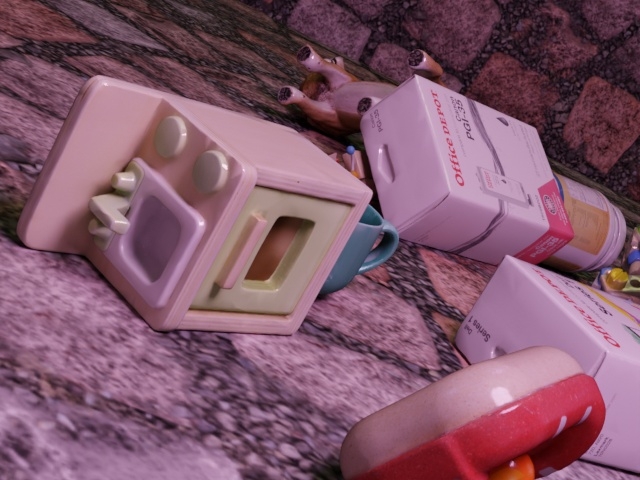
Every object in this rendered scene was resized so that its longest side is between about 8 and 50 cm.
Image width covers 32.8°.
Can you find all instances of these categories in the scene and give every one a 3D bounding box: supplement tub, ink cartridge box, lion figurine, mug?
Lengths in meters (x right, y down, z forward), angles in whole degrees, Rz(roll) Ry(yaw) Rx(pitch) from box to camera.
[{"bbox_3d":[0.381,-0.030,1.753,0.199,0.144,0.144,18,19,-35],"label":"supplement tub"},{"bbox_3d":[0.211,-0.089,1.555,0.283,0.117,0.207,15,51,-41],"label":"ink cartridge box"},{"bbox_3d":[0.095,-0.225,1.769,0.392,0.142,0.240,21,-1,39],"label":"lion figurine"},{"bbox_3d":[-0.004,0.000,1.077,0.157,0.097,0.129,28,15,-3],"label":"mug"},{"bbox_3d":[0.309,0.141,1.135,0.278,0.117,0.201,19,18,-30],"label":"ink cartridge box"}]

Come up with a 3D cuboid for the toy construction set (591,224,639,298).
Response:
[{"bbox_3d":[0.592,0.081,1.697,0.327,0.151,0.215,29,45,-1],"label":"toy construction set"}]

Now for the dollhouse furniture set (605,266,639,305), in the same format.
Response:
[{"bbox_3d":[0.480,0.084,1.484,0.129,0.184,0.129,11,23,-47],"label":"dollhouse furniture set"}]

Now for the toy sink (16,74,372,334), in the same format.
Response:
[{"bbox_3d":[-0.095,-0.019,0.881,0.234,0.153,0.131,11,24,-50],"label":"toy sink"}]

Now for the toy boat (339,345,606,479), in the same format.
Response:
[{"bbox_3d":[0.127,0.166,0.761,0.231,0.151,0.151,-1,64,-60],"label":"toy boat"}]

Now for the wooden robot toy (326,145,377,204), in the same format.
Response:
[{"bbox_3d":[0.051,-0.083,1.549,0.173,0.076,0.079,-5,71,-64],"label":"wooden robot toy"}]
